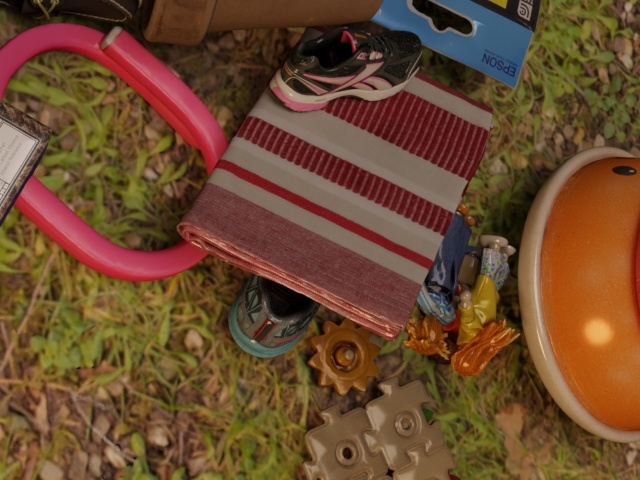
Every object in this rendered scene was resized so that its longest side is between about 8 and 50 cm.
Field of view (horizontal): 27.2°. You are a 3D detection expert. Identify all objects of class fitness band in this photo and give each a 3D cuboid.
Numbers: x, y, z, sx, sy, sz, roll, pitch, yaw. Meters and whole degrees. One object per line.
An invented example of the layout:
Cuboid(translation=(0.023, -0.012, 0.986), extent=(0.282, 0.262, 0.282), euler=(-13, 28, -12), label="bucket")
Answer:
Cuboid(translation=(-0.214, -0.090, 1.330), extent=(0.291, 0.054, 0.209), euler=(43, 65, -15), label="fitness band")

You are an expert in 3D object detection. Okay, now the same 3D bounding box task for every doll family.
Cuboid(translation=(0.139, 0.055, 1.416), extent=(0.263, 0.118, 0.163), euler=(38, 63, -46), label="doll family")

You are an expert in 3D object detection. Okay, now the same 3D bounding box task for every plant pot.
Cuboid(translation=(-0.045, -0.309, 1.314), extent=(0.229, 0.263, 0.263), euler=(9, 77, -12), label="plant pot")

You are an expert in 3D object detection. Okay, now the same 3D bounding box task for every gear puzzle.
Cuboid(translation=(0.060, 0.247, 1.434), extent=(0.175, 0.044, 0.339), euler=(-22, 90, -28), label="gear puzzle")

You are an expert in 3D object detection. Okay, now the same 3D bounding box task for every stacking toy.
Cuboid(translation=(0.488, 0.041, 1.425), extent=(0.350, 0.479, 0.351), euler=(9, 78, -43), label="stacking toy")

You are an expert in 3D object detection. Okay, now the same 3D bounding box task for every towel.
Cuboid(translation=(0.028, -0.070, 1.343), extent=(0.237, 0.037, 0.329), euler=(27, 51, 2), label="towel")

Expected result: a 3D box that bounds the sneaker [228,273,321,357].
Cuboid(translation=(0.000, 0.000, 1.378), extent=(0.104, 0.125, 0.262), euler=(27, 69, -6), label="sneaker")

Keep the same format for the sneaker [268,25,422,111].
Cuboid(translation=(0.037, -0.186, 1.359), extent=(0.178, 0.077, 0.072), euler=(-24, 67, -31), label="sneaker")

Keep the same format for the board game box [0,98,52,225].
Cuboid(translation=(-0.420, -0.057, 1.133), extent=(0.291, 0.141, 0.232), euler=(31, 69, -11), label="board game box")

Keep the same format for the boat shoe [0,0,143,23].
Cuboid(translation=(-0.289, -0.253, 1.299), extent=(0.227, 0.081, 0.069), euler=(18, 68, -15), label="boat shoe")

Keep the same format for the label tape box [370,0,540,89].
Cuboid(translation=(0.144, -0.369, 1.539), extent=(0.249, 0.115, 0.348), euler=(20, 77, -24), label="label tape box")
